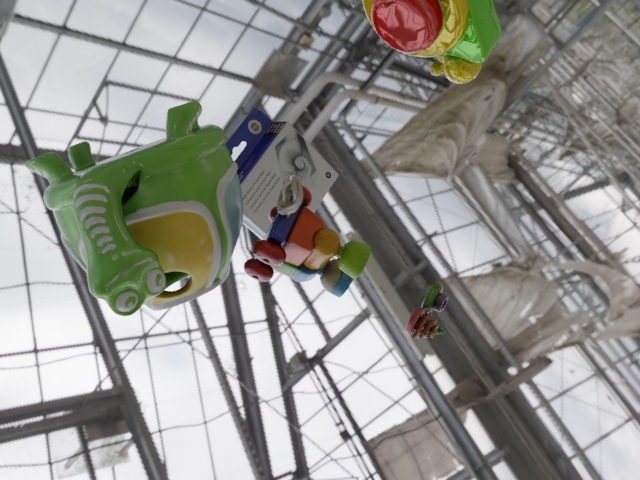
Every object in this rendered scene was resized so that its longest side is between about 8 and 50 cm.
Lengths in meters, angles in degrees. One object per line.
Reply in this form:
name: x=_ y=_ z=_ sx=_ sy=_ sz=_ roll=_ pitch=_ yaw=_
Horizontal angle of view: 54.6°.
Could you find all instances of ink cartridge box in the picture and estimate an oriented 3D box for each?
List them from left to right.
ink cartridge box: x=-0.096 y=-0.124 z=1.230 sx=0.224 sy=0.045 sz=0.223 roll=42 pitch=-118 yaw=-21

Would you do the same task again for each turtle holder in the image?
turtle holder: x=-0.198 y=-0.036 z=0.773 sx=0.243 sy=0.320 sz=0.227 roll=-26 pitch=-74 yaw=-23

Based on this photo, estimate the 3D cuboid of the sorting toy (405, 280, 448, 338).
sorting toy: x=0.160 y=0.108 z=0.880 sx=0.042 sy=0.061 sz=0.102 roll=26 pitch=-129 yaw=23

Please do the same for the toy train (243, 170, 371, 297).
toy train: x=0.000 y=0.000 z=0.768 sx=0.143 sy=0.248 sz=0.105 roll=26 pitch=-111 yaw=-6

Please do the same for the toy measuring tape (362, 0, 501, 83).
toy measuring tape: x=0.071 y=-0.280 z=0.560 sx=0.330 sy=0.121 sz=0.121 roll=56 pitch=-161 yaw=-37
